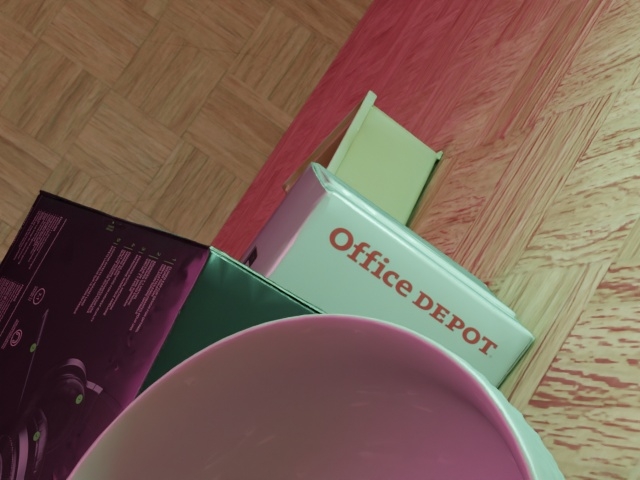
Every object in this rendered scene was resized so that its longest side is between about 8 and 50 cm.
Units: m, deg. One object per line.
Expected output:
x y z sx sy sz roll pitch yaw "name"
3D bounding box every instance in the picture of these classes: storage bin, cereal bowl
0.000 0.000 1.753 0.260 0.123 0.262 -44 15 49 "storage bin"
-0.002 0.217 0.743 0.339 0.141 0.339 -20 49 25 "cereal bowl"

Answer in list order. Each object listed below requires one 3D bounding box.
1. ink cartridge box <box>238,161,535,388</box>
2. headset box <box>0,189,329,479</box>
0.000 0.107 1.154 0.270 0.198 0.197 -53 9 5 "ink cartridge box"
-0.144 0.117 0.982 0.283 0.131 0.246 14 75 54 "headset box"
